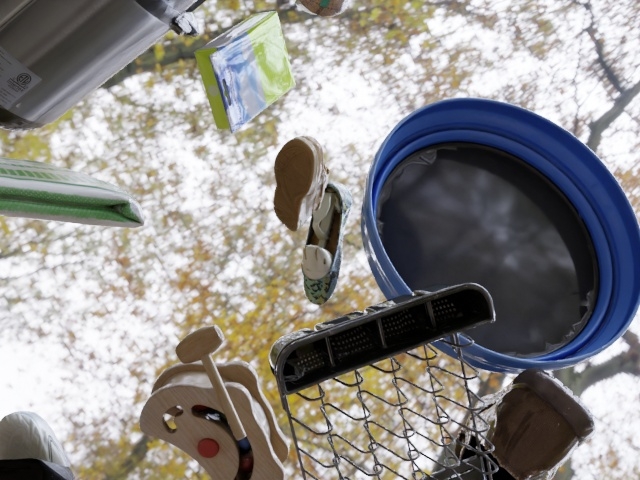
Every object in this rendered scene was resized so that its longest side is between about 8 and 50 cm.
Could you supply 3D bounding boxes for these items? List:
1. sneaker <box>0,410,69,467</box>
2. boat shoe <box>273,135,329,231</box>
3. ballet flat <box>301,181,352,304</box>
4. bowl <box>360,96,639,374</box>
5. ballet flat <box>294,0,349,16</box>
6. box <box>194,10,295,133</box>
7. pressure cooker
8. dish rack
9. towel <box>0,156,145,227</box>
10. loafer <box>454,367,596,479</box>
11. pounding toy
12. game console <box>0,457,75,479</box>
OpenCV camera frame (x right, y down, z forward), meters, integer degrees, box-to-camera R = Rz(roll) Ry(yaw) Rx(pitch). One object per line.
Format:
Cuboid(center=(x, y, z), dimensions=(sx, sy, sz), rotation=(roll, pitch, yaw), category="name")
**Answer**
Cuboid(center=(-0.338, 0.325, 1.137), dimensions=(0.085, 0.086, 0.237), rotation=(-23, -103, 6), category="sneaker")
Cuboid(center=(-0.020, -0.080, 1.141), dimensions=(0.063, 0.059, 0.170), rotation=(44, -30, 15), category="boat shoe")
Cuboid(center=(0.000, 0.000, 1.356), dimensions=(0.070, 0.070, 0.188), rotation=(0, -105, 34), category="ballet flat")
Cuboid(center=(0.233, -0.008, 1.185), dimensions=(0.391, 0.391, 0.077), rotation=(45, -33, 9), category="bowl")
Cuboid(center=(-0.003, -0.344, 1.144), dimensions=(0.108, 0.316, 0.106), rotation=(19, -68, -7), category="ballet flat")
Cuboid(center=(-0.100, -0.221, 1.192), dimensions=(0.042, 0.178, 0.109), rotation=(0, -61, 29), category="box")
Cuboid(center=(-0.361, -0.399, 1.262), dimensions=(0.420, 0.370, 0.375), rotation=(-35, -94, 12), category="pressure cooker")
Cuboid(center=(0.071, 0.183, 0.836), dimensions=(0.074, 0.208, 0.271), rotation=(-155, -130, -68), category="dish rack")
Cuboid(center=(-0.332, -0.058, 0.874), dimensions=(0.325, 0.248, 0.038), rotation=(16, -80, 56), category="towel")
Cuboid(center=(0.213, 0.263, 1.113), dimensions=(0.134, 0.130, 0.366), rotation=(43, -20, 20), category="loafer")
Cuboid(center=(-0.152, 0.250, 1.184), dimensions=(0.154, 0.155, 0.269), rotation=(-20, -73, 10), category="pounding toy")
Cuboid(center=(-0.463, 0.355, 1.018), dimensions=(0.362, 0.213, 0.044), rotation=(-1, -29, 0), category="game console")
